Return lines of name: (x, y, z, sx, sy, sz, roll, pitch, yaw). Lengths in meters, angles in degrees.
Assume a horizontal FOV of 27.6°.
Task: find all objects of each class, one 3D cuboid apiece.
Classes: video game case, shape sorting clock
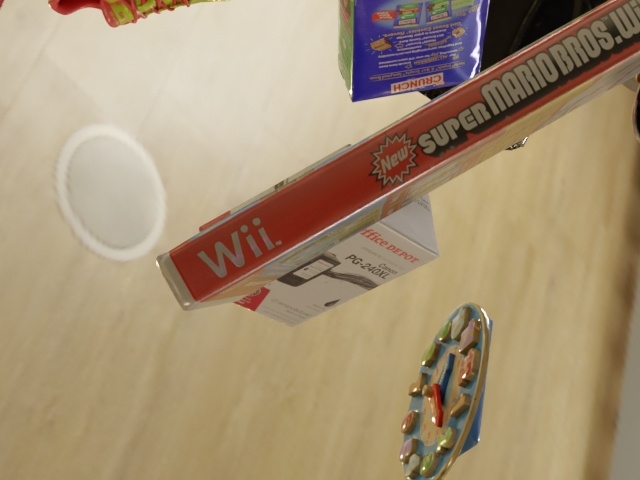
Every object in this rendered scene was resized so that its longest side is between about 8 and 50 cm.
video game case: (0.073, -0.051, 0.555, 0.025, 0.285, 0.204, 60, -179, 2)
shape sorting clock: (0.126, 0.161, 1.354, 0.040, 0.206, 0.206, 21, -123, -14)

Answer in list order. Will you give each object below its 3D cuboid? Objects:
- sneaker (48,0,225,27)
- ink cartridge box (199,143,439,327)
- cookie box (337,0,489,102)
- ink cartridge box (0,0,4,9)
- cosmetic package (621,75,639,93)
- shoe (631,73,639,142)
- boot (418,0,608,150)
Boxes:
sneaker: (-0.172, -0.244, 1.262, 0.081, 0.208, 0.094, 61, -140, -59)
ink cartridge box: (0.000, 0.000, 1.004, 0.109, 0.150, 0.063, 28, -136, -48)
cookie box: (0.059, -0.144, 0.845, 0.107, 0.092, 0.040, 90, 167, -55)
ink cartridge box: (-0.262, -0.163, 0.554, 0.237, 0.100, 0.172, 14, -149, -31)
cosmetic package: (0.383, -0.293, 1.455, 0.127, 0.238, 0.107, 34, -129, 10)
shoe: (0.248, -0.125, 0.902, 0.081, 0.063, 0.178, -30, -83, -28)
boot: (0.190, -0.161, 1.011, 0.246, 0.094, 0.207, 24, -83, -24)
